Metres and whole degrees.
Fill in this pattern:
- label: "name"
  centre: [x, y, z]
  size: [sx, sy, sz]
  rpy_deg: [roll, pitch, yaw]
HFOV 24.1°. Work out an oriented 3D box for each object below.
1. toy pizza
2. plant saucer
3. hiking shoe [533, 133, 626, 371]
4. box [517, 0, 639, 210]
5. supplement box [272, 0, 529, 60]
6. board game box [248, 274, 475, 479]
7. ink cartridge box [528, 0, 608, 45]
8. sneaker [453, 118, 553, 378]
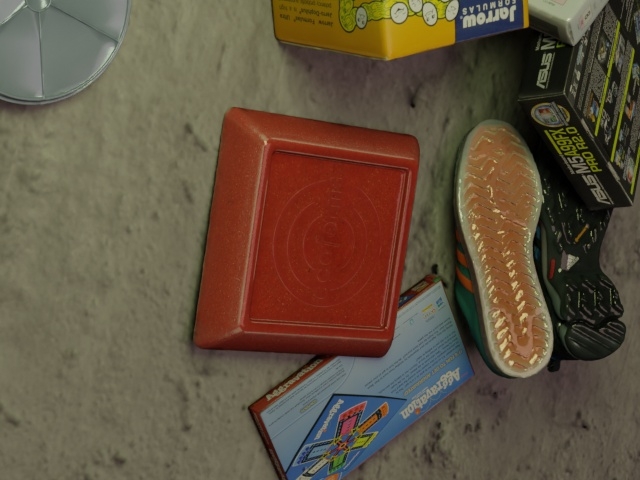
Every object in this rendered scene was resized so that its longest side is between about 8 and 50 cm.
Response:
- label: "toy pizza"
  centre: [-0.269, -0.227, 1.393]
  size: [0.201, 0.032, 0.201]
  rpy_deg: [-9, 106, -35]
- label: "plant saucer"
  centre: [0.000, 0.000, 1.623]
  size: [0.259, 0.047, 0.259]
  rpy_deg: [6, 94, -34]
- label: "hiking shoe"
  centre: [0.285, 0.001, 1.818]
  size: [0.113, 0.132, 0.304]
  rpy_deg: [5, 77, -23]
- label: "box"
  centre: [0.319, -0.205, 1.733]
  size: [0.216, 0.060, 0.270]
  rpy_deg: [48, 48, -44]
- label: "supplement box"
  centre: [0.070, -0.379, 1.501]
  size: [0.194, 0.195, 0.357]
  rpy_deg: [-17, 112, -32]
- label: "board game box"
  centre: [0.053, 0.174, 1.736]
  size: [0.281, 0.027, 0.145]
  rpy_deg: [-34, 118, -25]
- label: "ink cartridge box"
  centre: [0.261, -0.346, 1.656]
  size: [0.232, 0.189, 0.066]
  rpy_deg: [-55, 152, -10]
- label: "sneaker"
  centre: [0.199, 0.013, 1.767]
  size: [0.108, 0.121, 0.302]
  rpy_deg: [-4, 86, -14]
